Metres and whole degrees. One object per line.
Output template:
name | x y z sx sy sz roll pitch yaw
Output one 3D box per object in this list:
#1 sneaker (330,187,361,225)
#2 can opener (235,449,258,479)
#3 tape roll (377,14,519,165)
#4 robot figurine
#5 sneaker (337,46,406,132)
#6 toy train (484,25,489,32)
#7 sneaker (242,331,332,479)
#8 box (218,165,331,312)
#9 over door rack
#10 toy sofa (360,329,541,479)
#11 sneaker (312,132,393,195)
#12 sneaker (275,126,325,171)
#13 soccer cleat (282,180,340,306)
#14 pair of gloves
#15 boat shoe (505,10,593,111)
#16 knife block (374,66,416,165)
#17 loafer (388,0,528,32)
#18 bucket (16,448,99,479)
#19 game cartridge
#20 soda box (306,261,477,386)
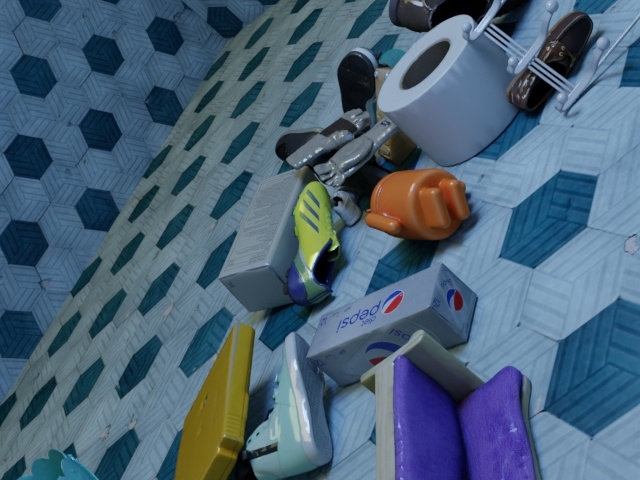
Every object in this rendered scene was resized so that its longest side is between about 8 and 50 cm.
sneaker | 0.050 -0.088 2.001 0.054 0.061 0.152 -47 21 14
can opener | -0.080 0.345 1.581 0.186 0.073 0.059 -53 -17 -15
tape roll | 0.255 -0.289 1.788 0.246 0.169 0.246 -41 23 21
robot figurine | 0.170 -0.064 1.643 0.158 0.128 0.219 -62 24 -12
sneaker | 0.140 -0.386 2.126 0.178 0.124 0.295 -48 -15 -16
toy train | 0.330 -0.459 2.089 0.125 0.046 0.166 -13 39 58
sneaker | -0.071 0.275 1.531 0.151 0.094 0.256 -28 43 20
box | -0.092 -0.005 2.022 0.148 0.121 0.311 -14 39 34
over door rack | 0.428 -0.415 1.572 0.324 0.239 0.108 -48 -21 5
toy sofa | 0.156 0.273 1.105 0.177 0.150 0.362 -40 24 26
sneaker | 0.096 -0.169 1.981 0.130 0.087 0.227 -48 34 -20
sneaker | -0.069 -0.222 2.408 0.222 0.083 0.118 -12 43 55
soccer cleat | 0.001 0.001 1.878 0.121 0.093 0.289 -18 50 36
pair of gloves | 0.050 -0.197 1.943 0.204 0.042 0.240 -40 28 -12
boat shoe | 0.421 -0.317 1.655 0.207 0.073 0.073 -54 23 8
knife block | 0.244 -0.311 1.988 0.088 0.242 0.276 -137 42 -69
loafer | 0.320 -0.494 1.930 0.366 0.134 0.130 -22 45 -23
bucket | -0.538 0.587 1.875 0.281 0.183 0.281 -41 24 23
game cartridge | -0.196 0.351 1.671 0.324 0.052 0.285 -93 27 -57
soda box | 0.109 0.140 1.482 0.286 0.091 0.098 -28 29 42
